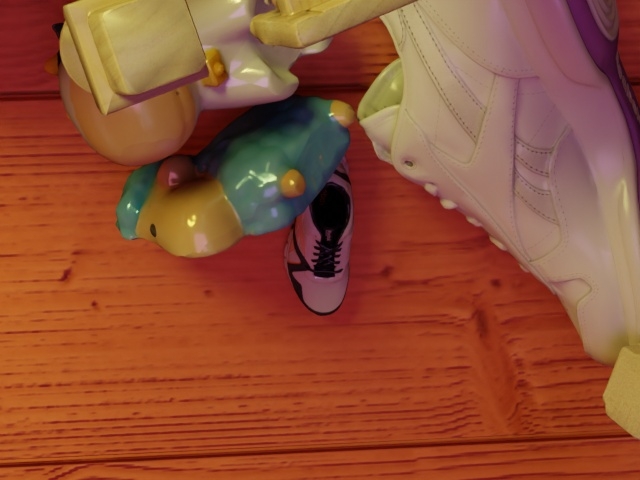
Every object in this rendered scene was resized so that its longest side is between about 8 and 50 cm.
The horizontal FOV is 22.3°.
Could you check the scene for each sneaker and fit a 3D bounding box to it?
[{"bbox_3d":[0.112,-0.052,0.922,0.152,0.114,0.305,-11,121,21],"label":"sneaker"},{"bbox_3d":[0.000,0.000,0.953,0.040,0.044,0.109,-5,120,-7],"label":"sneaker"}]

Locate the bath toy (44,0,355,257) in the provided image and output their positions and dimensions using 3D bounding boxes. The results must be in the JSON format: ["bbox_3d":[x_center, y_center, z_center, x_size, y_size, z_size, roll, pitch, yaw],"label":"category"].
[{"bbox_3d":[-0.099,-0.163,0.815,0.129,0.151,0.348,4,124,33],"label":"bath toy"}]

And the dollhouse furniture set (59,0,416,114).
[{"bbox_3d":[-0.056,-0.236,0.685,0.355,0.174,0.303,-23,104,-17],"label":"dollhouse furniture set"}]

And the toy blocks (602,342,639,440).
[{"bbox_3d":[0.327,0.141,0.899,0.288,0.260,0.309,-4,122,-37],"label":"toy blocks"}]
